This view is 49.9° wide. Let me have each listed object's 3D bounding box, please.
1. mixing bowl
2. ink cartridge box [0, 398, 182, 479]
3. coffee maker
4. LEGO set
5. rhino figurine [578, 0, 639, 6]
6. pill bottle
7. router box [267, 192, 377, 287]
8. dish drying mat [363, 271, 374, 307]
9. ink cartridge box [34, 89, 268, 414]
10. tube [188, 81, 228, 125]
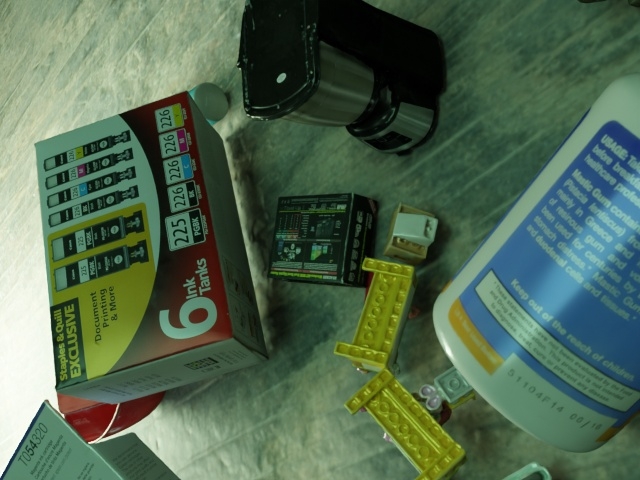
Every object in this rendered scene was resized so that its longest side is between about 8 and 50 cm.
[{"bbox_3d":[-0.268,0.178,0.930,0.181,0.098,0.182,-11,75,45],"label":"mixing bowl"},{"bbox_3d":[-0.248,0.386,0.802,0.330,0.071,0.324,42,116,12],"label":"ink cartridge box"},{"bbox_3d":[0.027,-0.177,0.632,0.120,0.178,0.171,21,101,43],"label":"coffee maker"},{"bbox_3d":[0.086,0.115,0.606,0.132,0.107,0.287,-21,58,4],"label":"LEGO set"},{"bbox_3d":[0.291,-0.236,0.450,0.243,0.073,0.106,-4,83,44],"label":"rhino figurine"},{"bbox_3d":[0.208,-0.008,0.438,0.272,0.152,0.152,-55,50,24],"label":"pill bottle"},{"bbox_3d":[0.000,0.000,0.726,0.122,0.038,0.092,2,80,48],"label":"router box"},{"bbox_3d":[0.054,0.071,0.684,0.032,0.008,0.083,3,86,47],"label":"dish drying mat"},{"bbox_3d":[-0.233,0.021,0.812,0.271,0.130,0.310,-18,67,7],"label":"ink cartridge box"},{"bbox_3d":[-0.205,-0.162,0.967,0.207,0.052,0.080,-16,61,49],"label":"tube"}]
